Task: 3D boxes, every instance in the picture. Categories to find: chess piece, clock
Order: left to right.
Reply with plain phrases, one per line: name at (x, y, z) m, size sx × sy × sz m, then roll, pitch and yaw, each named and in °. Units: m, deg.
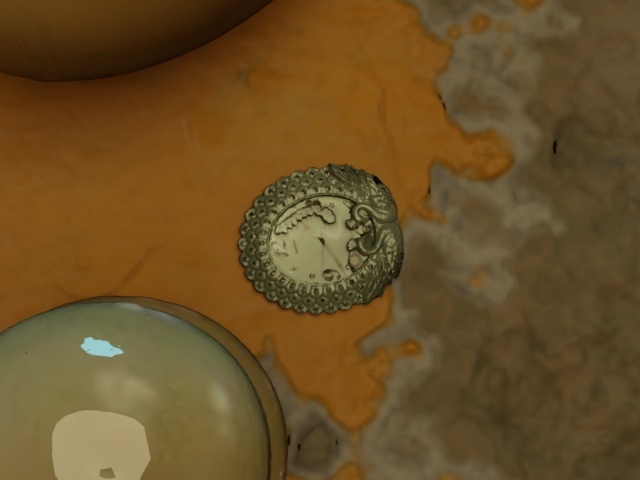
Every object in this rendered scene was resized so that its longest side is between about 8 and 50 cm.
chess piece at (-0.090, 0.088, 0.711) m, size 0.167 × 0.300 × 0.167 m, roll 0°, pitch 82°, yaw -4°
clock at (0.000, 0.000, 0.872) m, size 0.083 × 0.010 × 0.074 m, roll -13°, pitch 85°, yaw -5°

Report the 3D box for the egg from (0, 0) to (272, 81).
egg at (-0.085, -0.182, 0.791) m, size 0.244 × 0.201 × 0.201 m, roll -22°, pitch 86°, yaw -8°
